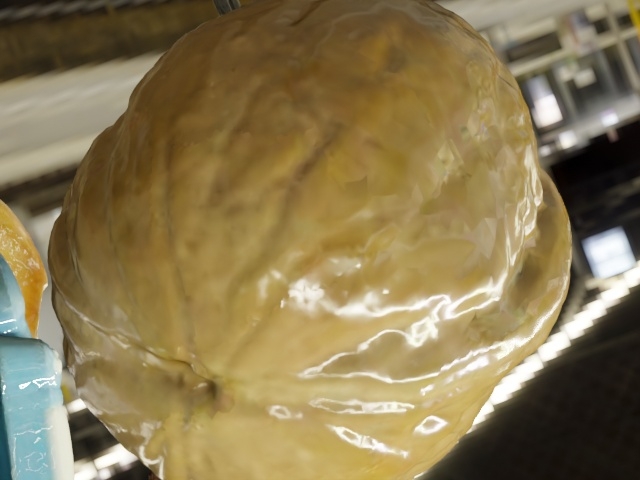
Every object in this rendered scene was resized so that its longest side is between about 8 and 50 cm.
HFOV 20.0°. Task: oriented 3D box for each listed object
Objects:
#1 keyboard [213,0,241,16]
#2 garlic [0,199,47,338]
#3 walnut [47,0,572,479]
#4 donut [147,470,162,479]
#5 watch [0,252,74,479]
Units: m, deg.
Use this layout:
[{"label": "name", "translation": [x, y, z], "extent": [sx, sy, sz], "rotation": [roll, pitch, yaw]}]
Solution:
[{"label": "keyboard", "translation": [-0.118, -0.294, 1.827], "extent": [0.018, 0.309, 0.101], "rotation": [-25, 175, 7]}, {"label": "garlic", "translation": [-0.339, 0.052, 1.523], "extent": [0.110, 0.217, 0.228], "rotation": [1, 168, 42]}, {"label": "walnut", "translation": [0.000, 0.000, 1.076], "extent": [0.333, 0.332, 0.333], "rotation": [-21, -178, 1]}, {"label": "donut", "translation": [-0.069, 0.161, 1.274], "extent": [0.140, 0.059, 0.140], "rotation": [-47, 160, -23]}, {"label": "watch", "translation": [-0.228, 0.110, 0.895], "extent": [0.193, 0.211, 0.211], "rotation": [-9, 178, -16]}]
